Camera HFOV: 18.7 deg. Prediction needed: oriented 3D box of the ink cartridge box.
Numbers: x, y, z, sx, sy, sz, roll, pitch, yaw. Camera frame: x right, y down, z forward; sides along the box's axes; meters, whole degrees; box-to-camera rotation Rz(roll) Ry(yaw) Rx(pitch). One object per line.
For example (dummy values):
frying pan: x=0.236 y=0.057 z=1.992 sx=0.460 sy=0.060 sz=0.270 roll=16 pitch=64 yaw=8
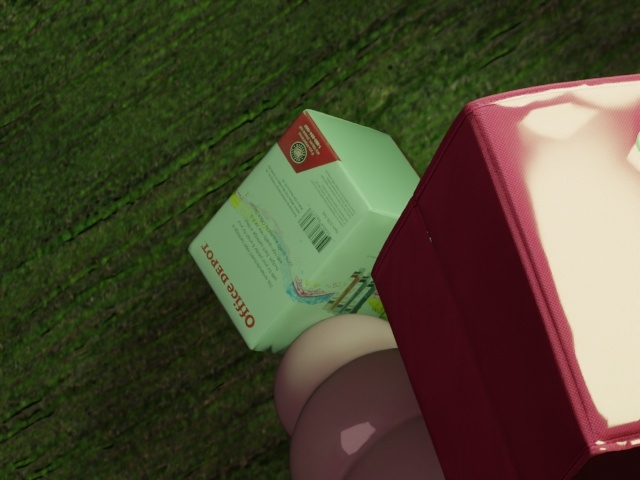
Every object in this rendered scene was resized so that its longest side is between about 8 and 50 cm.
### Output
ink cartridge box: x=0.000 y=0.000 z=1.703 sx=0.176 sy=0.127 sz=0.128 roll=-48 pitch=56 yaw=23

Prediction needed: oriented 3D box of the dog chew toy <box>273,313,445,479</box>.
dog chew toy: x=0.069 y=0.184 z=1.572 sx=0.206 sy=0.206 sz=0.332 roll=-55 pitch=45 yaw=18

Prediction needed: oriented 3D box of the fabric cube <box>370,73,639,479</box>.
fabric cube: x=0.215 y=0.058 z=1.369 sx=0.259 sy=0.254 sz=0.258 roll=115 pitch=142 yaw=-58
